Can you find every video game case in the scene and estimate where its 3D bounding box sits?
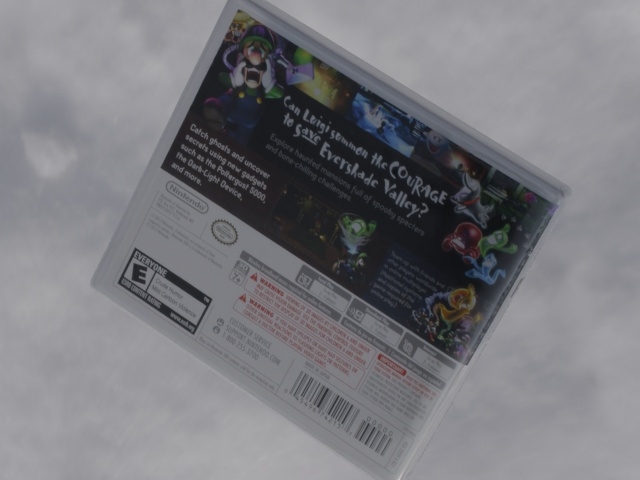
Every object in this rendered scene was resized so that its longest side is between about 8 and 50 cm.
[{"bbox_3d":[0.000,0.000,0.944,0.190,0.022,0.173,33,110,15],"label":"video game case"}]
